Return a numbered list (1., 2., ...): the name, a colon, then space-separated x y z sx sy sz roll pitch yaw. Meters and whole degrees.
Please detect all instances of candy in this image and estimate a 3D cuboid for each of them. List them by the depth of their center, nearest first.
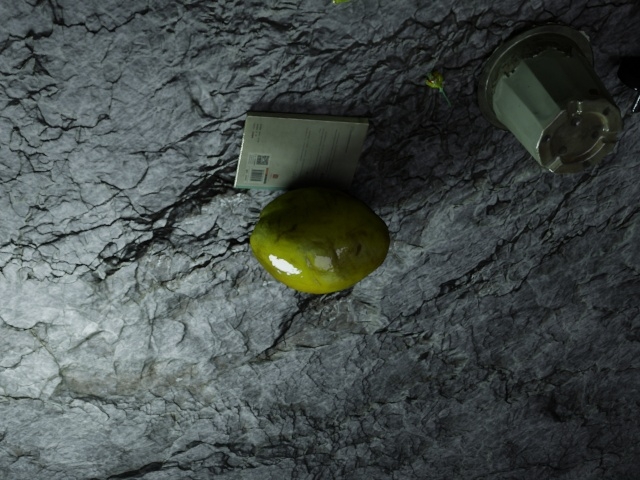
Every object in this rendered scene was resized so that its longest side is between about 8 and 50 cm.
1. candy: 0.270 -0.336 1.674 0.123 0.035 0.035 40 67 -51

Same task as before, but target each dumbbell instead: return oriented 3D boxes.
1. dumbbell: 0.756 -0.425 1.647 0.143 0.143 0.325 -2 132 -14

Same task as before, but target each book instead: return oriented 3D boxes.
1. book: -0.046 -0.196 1.711 0.282 0.025 0.215 2 133 -17

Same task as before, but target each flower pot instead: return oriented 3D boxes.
1. flower pot: 0.512 -0.294 1.619 0.290 0.259 0.290 -8 132 -9

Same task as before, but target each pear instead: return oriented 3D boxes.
1. pear: 0.000 0.000 1.743 0.321 0.269 0.269 7 132 4

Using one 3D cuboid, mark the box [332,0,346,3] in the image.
1. box: 0.175 -0.571 1.415 0.335 0.047 0.187 -11 134 -5
